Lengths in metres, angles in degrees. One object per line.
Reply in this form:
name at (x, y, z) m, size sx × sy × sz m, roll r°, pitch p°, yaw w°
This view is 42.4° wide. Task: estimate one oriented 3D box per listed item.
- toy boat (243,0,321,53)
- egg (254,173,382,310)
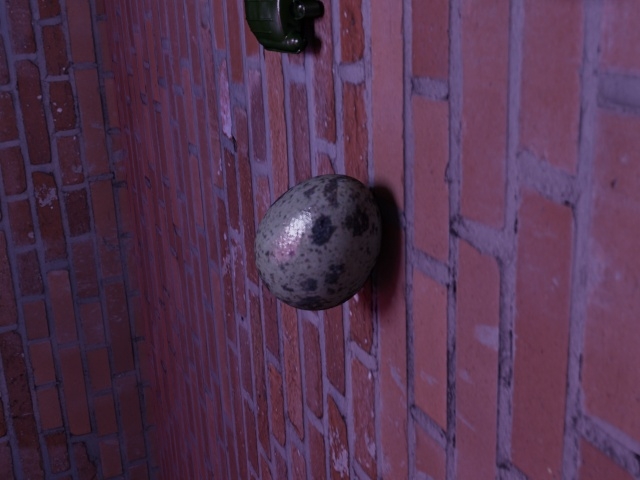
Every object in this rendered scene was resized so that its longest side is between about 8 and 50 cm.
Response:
toy boat at (-0.057, -0.286, 1.021) m, size 0.210 × 0.052 × 0.104 m, roll -146°, pitch 47°, yaw -65°
egg at (0.000, 0.000, 0.882) m, size 0.172 × 0.132 × 0.132 m, roll -58°, pitch 44°, yaw 44°
